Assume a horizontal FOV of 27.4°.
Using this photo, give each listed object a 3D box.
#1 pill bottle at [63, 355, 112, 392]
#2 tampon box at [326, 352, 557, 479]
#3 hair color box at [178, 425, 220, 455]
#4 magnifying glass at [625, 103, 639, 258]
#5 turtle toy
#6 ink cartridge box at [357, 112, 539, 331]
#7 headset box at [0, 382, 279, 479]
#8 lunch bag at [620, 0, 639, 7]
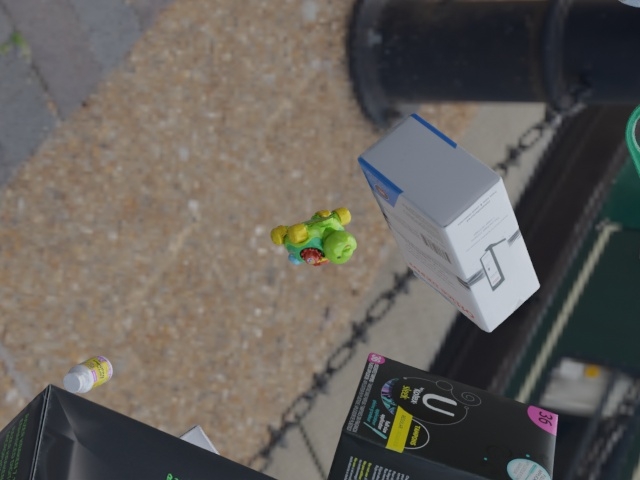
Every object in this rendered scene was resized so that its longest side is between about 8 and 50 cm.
[{"bbox_3d":[-0.352,0.204,1.979,0.083,0.043,0.043,-25,116,-65],"label":"pill bottle"},{"bbox_3d":[0.092,0.179,1.021,0.120,0.161,0.101,-65,171,-63],"label":"tampon box"},{"bbox_3d":[-0.125,0.418,1.580,0.174,0.105,0.347,-31,80,-30],"label":"hair color box"},{"bbox_3d":[0.455,-0.082,1.775,0.026,0.092,0.231,-34,128,-60],"label":"magnifying glass"},{"bbox_3d":[0.000,0.000,1.727,0.095,0.130,0.066,-21,98,-28],"label":"turtle toy"},{"bbox_3d":[0.140,-0.016,1.407,0.086,0.148,0.203,-41,141,-9],"label":"ink cartridge box"},{"bbox_3d":[-0.099,0.223,0.674,0.246,0.283,0.131,29,40,-26],"label":"headset box"},{"bbox_3d":[0.311,-0.326,1.010,0.115,0.243,0.303,39,53,-62],"label":"lunch bag"}]
